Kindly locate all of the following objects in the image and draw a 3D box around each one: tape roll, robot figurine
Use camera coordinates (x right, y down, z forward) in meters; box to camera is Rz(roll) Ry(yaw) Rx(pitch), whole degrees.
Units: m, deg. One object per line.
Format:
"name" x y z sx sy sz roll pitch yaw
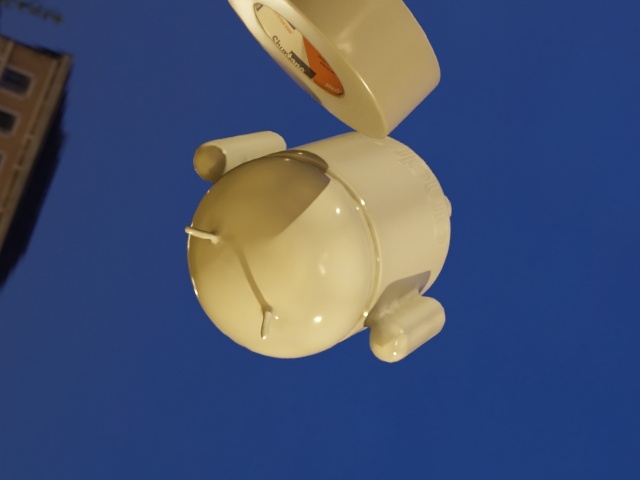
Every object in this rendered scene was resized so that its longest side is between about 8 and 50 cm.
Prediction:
"tape roll" 0.005 -0.192 1.189 0.072 0.219 0.219 -45 -155 -7
"robot figurine" 0.000 0.000 1.360 0.353 0.300 0.200 -24 152 -57
